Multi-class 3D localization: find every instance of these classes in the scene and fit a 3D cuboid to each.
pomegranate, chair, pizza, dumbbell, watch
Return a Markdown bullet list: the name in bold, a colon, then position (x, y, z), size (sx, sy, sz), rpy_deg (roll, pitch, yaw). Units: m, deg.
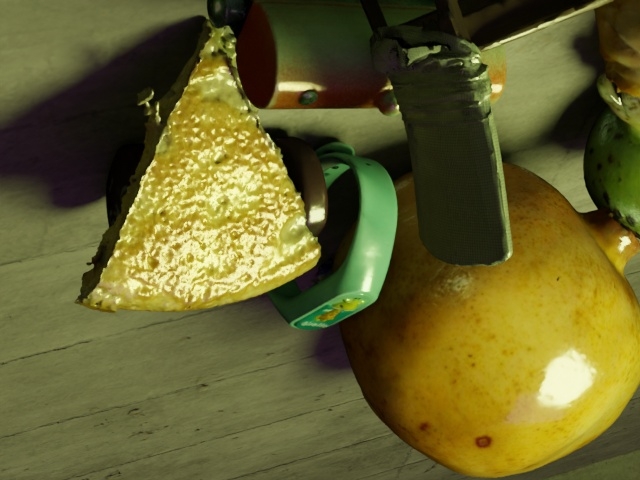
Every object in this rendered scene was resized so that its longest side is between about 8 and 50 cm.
- **pomegranate**: position (0.444, -0.135, 1.412), size (0.242, 0.242, 0.306), rpy_deg (-19, 136, -6)
- **chair**: position (0.135, -0.160, 0.955), size (0.186, 0.319, 0.160), rpy_deg (-25, -166, -21)
- **pizza**: position (-0.105, -0.072, 1.146), size (0.279, 0.075, 0.288), rpy_deg (-2, 103, -34)
- **pomegranate**: position (0.221, 0.088, 1.452), size (0.416, 0.417, 0.417), rpy_deg (-17, 152, -9)
- **dumbbell**: position (-0.114, -0.042, 1.267), size (0.225, 0.124, 0.140), rpy_deg (-6, 150, -27)
- **watch**: position (0.000, 0.000, 1.354), size (0.068, 0.195, 0.237), rpy_deg (7, 154, -32)

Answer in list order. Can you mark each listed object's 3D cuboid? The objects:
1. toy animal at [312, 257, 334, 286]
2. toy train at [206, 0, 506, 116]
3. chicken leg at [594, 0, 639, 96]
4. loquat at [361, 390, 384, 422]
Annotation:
- **toy animal**: position (0.035, 0.062, 1.657), size (0.075, 0.041, 0.217), rpy_deg (-34, 155, 19)
- **toy train**: position (0.041, -0.187, 1.058), size (0.285, 0.177, 0.116), rpy_deg (-3, 149, -28)
- **chicken leg**: position (0.478, -0.168, 1.190), size (0.409, 0.295, 0.182), rpy_deg (9, -159, 14)
- **loquat**: position (0.194, 0.198, 1.759), size (0.274, 0.275, 0.275), rpy_deg (-17, 152, -9)
